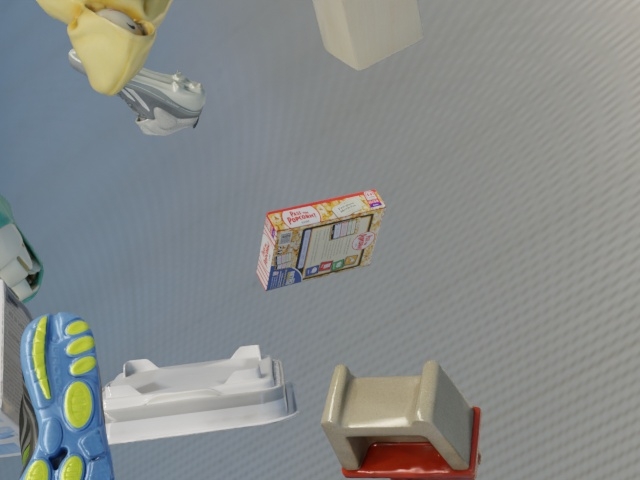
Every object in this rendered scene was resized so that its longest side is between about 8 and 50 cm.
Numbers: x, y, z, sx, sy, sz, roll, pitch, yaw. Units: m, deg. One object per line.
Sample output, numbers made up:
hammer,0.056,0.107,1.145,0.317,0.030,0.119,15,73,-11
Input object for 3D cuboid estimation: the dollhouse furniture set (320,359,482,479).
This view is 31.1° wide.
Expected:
dollhouse furniture set,0.047,0.221,0.760,0.262,0.135,0.259,-5,49,24

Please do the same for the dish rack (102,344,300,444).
dish rack,-0.174,0.201,1.552,0.333,0.285,0.072,-146,50,-86

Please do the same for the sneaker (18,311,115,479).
sneaker,-0.169,0.142,0.764,0.067,0.078,0.188,-3,62,-7

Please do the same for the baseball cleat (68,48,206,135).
baseball cleat,-0.273,-0.211,1.674,0.072,0.205,0.109,-81,11,-57

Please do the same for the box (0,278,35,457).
box,-0.322,0.109,0.871,0.203,0.114,0.103,-8,64,2

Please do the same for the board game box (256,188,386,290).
board game box,0.000,0.000,1.861,0.045,0.193,0.147,60,152,35

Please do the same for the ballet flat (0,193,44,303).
ballet flat,-0.308,0.014,1.101,0.083,0.087,0.247,-47,-6,-12

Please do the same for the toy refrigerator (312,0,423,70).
toy refrigerator,0.036,-0.350,1.366,0.102,0.270,0.094,-30,39,-17

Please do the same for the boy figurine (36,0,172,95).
boy figurine,-0.226,-0.271,1.165,0.092,0.177,0.285,-46,40,38
